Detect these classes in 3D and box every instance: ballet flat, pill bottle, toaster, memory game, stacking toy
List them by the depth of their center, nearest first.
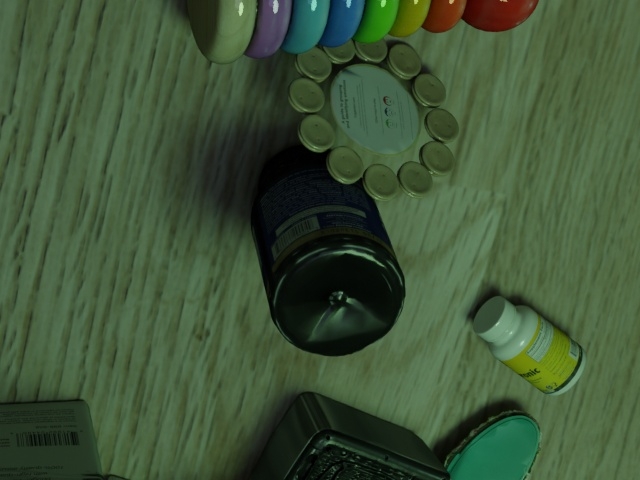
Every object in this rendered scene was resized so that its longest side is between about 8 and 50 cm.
[{"bbox_3d":[0.049,-0.239,1.455,0.330,0.141,0.141,-5,112,-19],"label":"stacking toy"},{"bbox_3d":[0.000,0.000,1.469,0.123,0.219,0.123,-4,121,-7],"label":"pill bottle"},{"bbox_3d":[0.051,-0.119,1.487,0.186,0.186,0.012,21,147,-20],"label":"memory game"},{"bbox_3d":[0.014,0.267,1.641,0.186,0.110,0.168,23,103,-21],"label":"toaster"},{"bbox_3d":[0.217,0.108,1.656,0.116,0.065,0.065,37,98,-23],"label":"pill bottle"},{"bbox_3d":[0.151,0.284,1.695,0.091,0.077,0.241,35,82,1],"label":"ballet flat"}]

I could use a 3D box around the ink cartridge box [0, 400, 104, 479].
[{"bbox_3d":[-0.301,0.261,1.471,0.197,0.273,0.114,-1,110,-13],"label":"ink cartridge box"}]

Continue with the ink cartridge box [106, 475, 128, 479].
[{"bbox_3d":[-0.255,0.438,1.603,0.069,0.176,0.371,24,103,-21],"label":"ink cartridge box"}]
